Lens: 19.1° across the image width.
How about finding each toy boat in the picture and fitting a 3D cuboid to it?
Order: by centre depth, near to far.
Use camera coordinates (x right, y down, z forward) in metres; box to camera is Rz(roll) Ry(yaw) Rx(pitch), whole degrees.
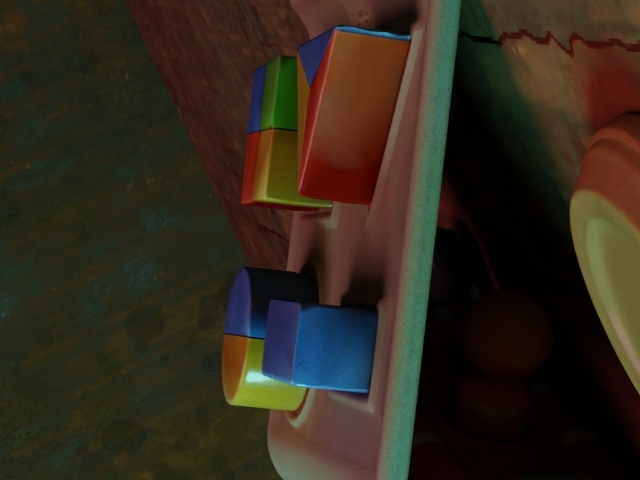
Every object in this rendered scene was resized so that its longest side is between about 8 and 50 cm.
[{"bbox_3d":[0.110,0.099,1.227,0.231,0.151,0.151,-128,44,-56],"label":"toy boat"}]

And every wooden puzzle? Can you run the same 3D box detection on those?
[{"bbox_3d":[0.000,0.000,1.165,0.322,0.081,0.347,178,94,-77],"label":"wooden puzzle"}]

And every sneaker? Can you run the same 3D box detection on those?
[{"bbox_3d":[0.047,0.096,1.378,0.078,0.106,0.234,42,131,29],"label":"sneaker"}]

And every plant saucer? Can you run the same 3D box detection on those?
[{"bbox_3d":[0.167,0.039,0.870,0.200,0.037,0.200,62,172,15],"label":"plant saucer"}]
